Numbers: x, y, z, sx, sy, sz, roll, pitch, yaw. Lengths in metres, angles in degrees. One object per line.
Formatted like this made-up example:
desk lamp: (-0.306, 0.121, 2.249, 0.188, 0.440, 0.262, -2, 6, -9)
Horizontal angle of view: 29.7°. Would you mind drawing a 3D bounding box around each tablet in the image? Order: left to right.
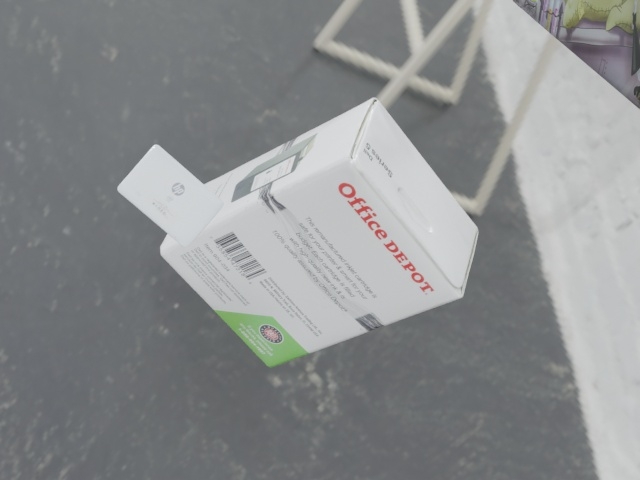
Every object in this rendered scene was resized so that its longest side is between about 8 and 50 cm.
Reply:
tablet: (-0.132, -0.039, 1.069, 0.083, 0.054, 0.006, 42, -4, -19)

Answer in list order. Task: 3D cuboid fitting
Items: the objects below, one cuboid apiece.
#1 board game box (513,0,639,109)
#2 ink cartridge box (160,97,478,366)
board game box: (0.197, -0.204, 0.740, 0.056, 0.208, 0.347, 3, 24, -10)
ink cartridge box: (0.000, 0.000, 1.284, 0.198, 0.273, 0.115, 49, 38, -23)
